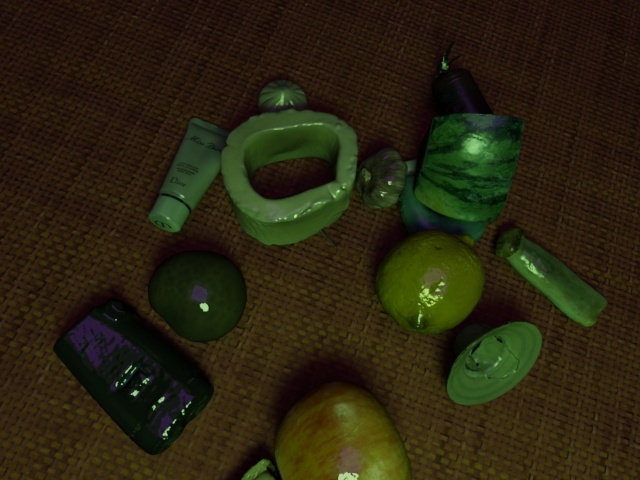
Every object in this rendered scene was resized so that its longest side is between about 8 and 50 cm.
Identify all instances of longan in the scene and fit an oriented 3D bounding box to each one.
[{"bbox_3d":[-0.264,0.117,0.991,0.213,0.198,0.197,23,73,9],"label":"longan"}]

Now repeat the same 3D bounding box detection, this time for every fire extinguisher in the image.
[{"bbox_3d":[0.397,-0.359,1.221,0.114,0.135,0.337,-15,74,-35],"label":"fire extinguisher"}]

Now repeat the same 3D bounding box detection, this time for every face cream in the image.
[{"bbox_3d":[-0.319,-0.167,1.127,0.143,0.089,0.314,20,62,0],"label":"face cream"}]

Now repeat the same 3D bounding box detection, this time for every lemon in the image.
[{"bbox_3d":[0.251,0.090,1.026,0.254,0.228,0.228,-37,81,-17],"label":"lemon"}]

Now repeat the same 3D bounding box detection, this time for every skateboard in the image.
[{"bbox_3d":[0.000,0.000,1.133,0.064,0.032,0.083,-43,80,-5],"label":"skateboard"}]

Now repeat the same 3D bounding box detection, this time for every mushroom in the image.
[{"bbox_3d":[0.572,0.088,1.141,0.312,0.081,0.100,41,77,2],"label":"mushroom"}]

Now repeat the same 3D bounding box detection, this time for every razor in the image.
[{"bbox_3d":[-0.397,0.281,0.968,0.327,0.107,0.189,42,75,8],"label":"razor"}]

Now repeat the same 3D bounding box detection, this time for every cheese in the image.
[{"bbox_3d":[-0.062,-0.157,1.093,0.333,0.153,0.292,-18,68,-8],"label":"cheese"}]

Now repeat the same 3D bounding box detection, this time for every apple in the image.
[{"bbox_3d":[0.039,0.427,0.891,0.233,0.286,0.285,-23,78,-12],"label":"apple"}]

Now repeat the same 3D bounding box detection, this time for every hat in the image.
[{"bbox_3d":[0.370,0.253,1.047,0.252,0.251,0.110,-19,34,-11],"label":"hat"}]

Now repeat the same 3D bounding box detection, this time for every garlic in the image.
[{"bbox_3d":[0.148,-0.157,1.136,0.102,0.147,0.159,9,101,-40],"label":"garlic"}]

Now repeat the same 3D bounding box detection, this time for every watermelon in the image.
[{"bbox_3d":[0.347,-0.198,1.076,0.213,0.261,0.201,10,37,2],"label":"watermelon"}]

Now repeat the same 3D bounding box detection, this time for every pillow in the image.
[{"bbox_3d":[0.318,-0.081,1.153,0.234,0.086,0.213,-9,80,-8],"label":"pillow"}]

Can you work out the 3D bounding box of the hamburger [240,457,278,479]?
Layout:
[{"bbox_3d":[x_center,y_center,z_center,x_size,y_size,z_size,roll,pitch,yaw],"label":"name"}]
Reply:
[{"bbox_3d":[-0.155,0.580,0.897,0.262,0.130,0.124,-43,48,-10],"label":"hamburger"}]

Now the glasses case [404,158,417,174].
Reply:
[{"bbox_3d":[0.289,-0.189,1.207,0.164,0.041,0.063,-11,82,-9],"label":"glasses case"}]

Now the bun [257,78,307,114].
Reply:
[{"bbox_3d":[-0.100,-0.372,1.195,0.139,0.094,0.138,2,70,-5],"label":"bun"}]
